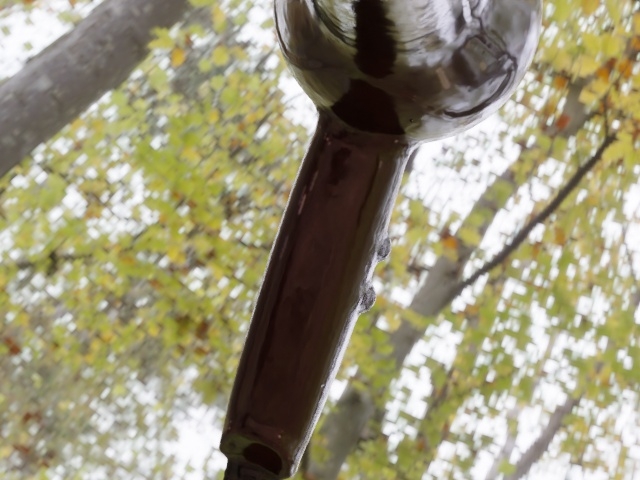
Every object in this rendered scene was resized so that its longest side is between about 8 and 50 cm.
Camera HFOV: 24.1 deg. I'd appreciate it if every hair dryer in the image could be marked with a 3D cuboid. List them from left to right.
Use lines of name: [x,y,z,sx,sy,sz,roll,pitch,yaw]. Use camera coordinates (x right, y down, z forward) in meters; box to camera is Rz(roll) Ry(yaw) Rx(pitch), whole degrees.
hair dryer: [0.000,0.000,0.648,0.123,0.312,0.340,19,-83,6]
